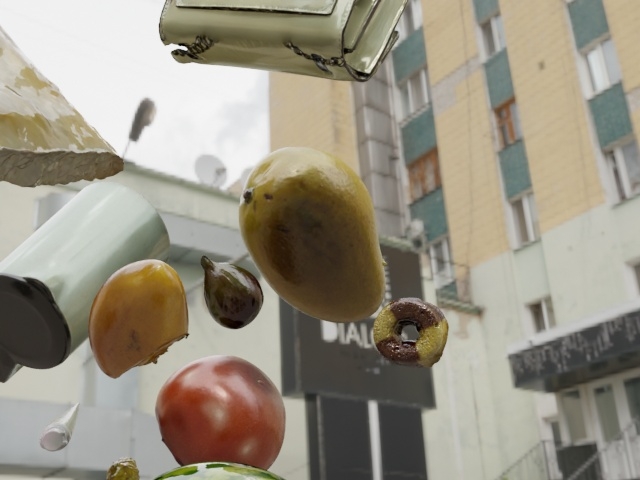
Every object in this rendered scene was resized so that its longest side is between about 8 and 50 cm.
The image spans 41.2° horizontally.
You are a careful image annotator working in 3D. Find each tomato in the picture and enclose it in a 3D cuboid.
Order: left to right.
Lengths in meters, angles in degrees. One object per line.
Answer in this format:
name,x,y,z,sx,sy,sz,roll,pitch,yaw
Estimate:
tomato,-0.186,0.340,1.608,0.224,0.256,0.255,-46,-39,11

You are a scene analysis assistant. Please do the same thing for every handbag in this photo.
handbag,-0.057,-0.376,1.350,0.358,0.237,0.160,13,-22,31

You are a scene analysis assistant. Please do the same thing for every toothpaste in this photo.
toothpaste,-0.507,0.368,1.663,0.058,0.056,0.314,-14,-2,-11

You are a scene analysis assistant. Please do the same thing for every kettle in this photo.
kettle,-0.536,0.102,1.777,0.250,0.377,0.361,41,-54,-4

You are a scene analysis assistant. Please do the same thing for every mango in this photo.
mango,-0.297,0.126,1.392,0.126,0.154,0.252,-31,-21,-48
mango,0.000,0.000,1.876,0.301,0.220,0.445,-41,-61,-7

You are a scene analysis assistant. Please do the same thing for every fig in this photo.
fig,-0.177,0.092,1.588,0.155,0.109,0.103,46,-26,-19

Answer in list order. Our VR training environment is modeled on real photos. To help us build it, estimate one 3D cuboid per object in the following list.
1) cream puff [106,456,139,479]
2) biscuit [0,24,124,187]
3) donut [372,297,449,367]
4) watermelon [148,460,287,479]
cream puff,-0.401,0.478,1.717,0.083,0.083,0.058,14,-19,47
biscuit,-0.518,-0.228,1.157,0.104,0.446,0.429,-44,-1,17
donut,0.160,0.168,1.537,0.140,0.141,0.059,-10,-9,16
watermelon,-0.119,0.310,0.969,0.303,0.128,0.159,11,-65,-36
